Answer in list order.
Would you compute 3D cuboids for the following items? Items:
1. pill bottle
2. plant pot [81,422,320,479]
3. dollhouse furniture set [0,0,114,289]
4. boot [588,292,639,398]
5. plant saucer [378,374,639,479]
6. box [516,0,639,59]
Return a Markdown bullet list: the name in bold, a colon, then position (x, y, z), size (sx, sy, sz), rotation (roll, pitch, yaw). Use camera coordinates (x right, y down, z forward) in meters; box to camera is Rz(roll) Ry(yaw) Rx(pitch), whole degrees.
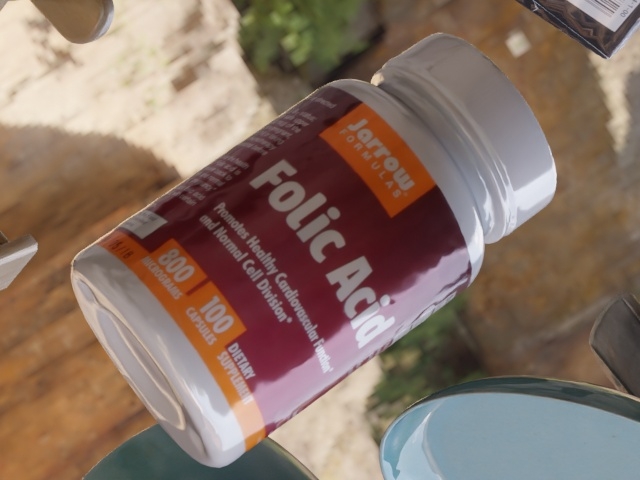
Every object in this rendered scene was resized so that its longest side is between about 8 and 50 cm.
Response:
- **pill bottle**: position (0.000, 0.000, 1.573), size (0.392, 0.224, 0.224), rotation (-36, -179, -16)
- **plant pot**: position (-0.109, 0.308, 1.724), size (0.293, 0.235, 0.293), rotation (-30, 155, -16)
- **dollhouse furniture set**: position (-0.304, -0.149, 1.541), size (0.394, 0.256, 0.362), rotation (-47, 171, 29)
- **boot**: position (0.338, 0.182, 1.799), size (0.076, 0.208, 0.189), rotation (-17, 136, -31)
- **plant saucer**: position (0.199, 0.191, 1.349), size (0.317, 0.317, 0.043), rotation (-33, -152, 52)
- **box**: position (0.182, -0.259, 1.030), size (0.247, 0.163, 0.142), rotation (-52, -171, 37)
